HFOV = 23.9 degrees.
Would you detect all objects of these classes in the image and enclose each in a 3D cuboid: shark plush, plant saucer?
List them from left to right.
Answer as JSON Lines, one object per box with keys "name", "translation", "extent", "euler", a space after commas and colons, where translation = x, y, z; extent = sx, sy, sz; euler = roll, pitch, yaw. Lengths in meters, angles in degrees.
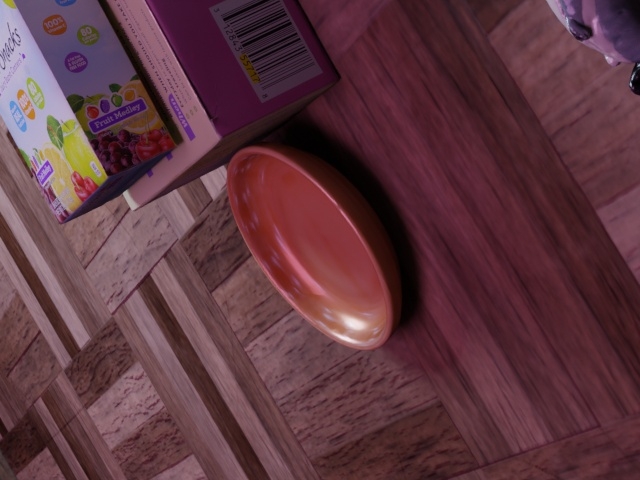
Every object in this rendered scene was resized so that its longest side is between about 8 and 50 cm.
{"name": "plant saucer", "translation": [0.000, 0.000, 1.253], "extent": [0.200, 0.037, 0.200], "euler": [39, 151, 26]}
{"name": "shark plush", "translation": [0.160, -0.136, 0.827], "extent": [0.067, 0.073, 0.161], "euler": [-35, 78, 34]}

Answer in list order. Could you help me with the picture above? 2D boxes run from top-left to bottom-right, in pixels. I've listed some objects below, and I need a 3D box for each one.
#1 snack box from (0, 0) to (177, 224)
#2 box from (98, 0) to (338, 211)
{"name": "snack box", "translation": [-0.214, -0.132, 1.223], "extent": [0.207, 0.070, 0.174], "euler": [62, 155, 1]}
{"name": "box", "translation": [-0.124, -0.166, 1.241], "extent": [0.213, 0.117, 0.243], "euler": [61, 154, 0]}
